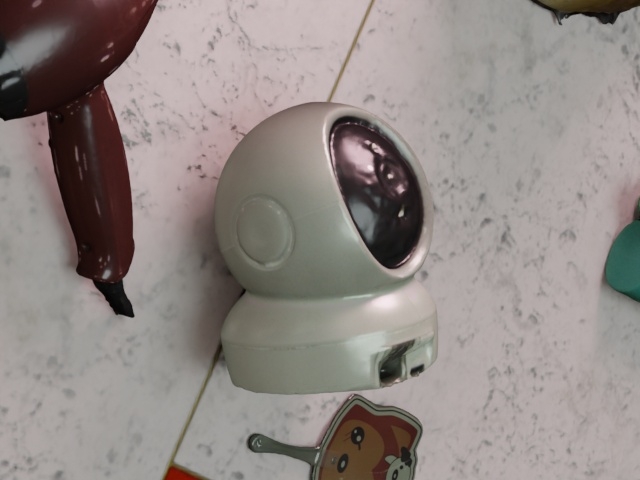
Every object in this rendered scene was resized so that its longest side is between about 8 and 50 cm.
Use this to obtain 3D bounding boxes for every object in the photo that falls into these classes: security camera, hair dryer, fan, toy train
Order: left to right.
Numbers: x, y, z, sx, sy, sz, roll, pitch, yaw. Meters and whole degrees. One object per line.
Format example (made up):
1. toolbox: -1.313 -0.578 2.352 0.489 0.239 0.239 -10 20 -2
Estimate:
1. hair dryer: -0.158 -0.101 1.459 0.312 0.123 0.340 -39 132 -42
2. security camera: 0.000 0.000 1.542 0.195 0.195 0.236 -12 100 -39
3. fan: 0.015 0.207 1.703 0.220 0.009 0.132 20 84 -42
4. toy train: 0.411 0.028 1.968 0.248 0.101 0.159 24 95 -40

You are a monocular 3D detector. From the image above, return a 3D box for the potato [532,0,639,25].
1. potato: 0.345 -0.346 1.712 0.397 0.296 0.289 28 81 -39
